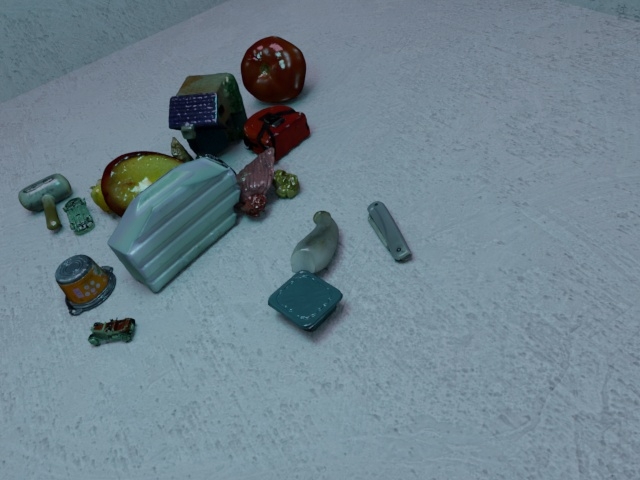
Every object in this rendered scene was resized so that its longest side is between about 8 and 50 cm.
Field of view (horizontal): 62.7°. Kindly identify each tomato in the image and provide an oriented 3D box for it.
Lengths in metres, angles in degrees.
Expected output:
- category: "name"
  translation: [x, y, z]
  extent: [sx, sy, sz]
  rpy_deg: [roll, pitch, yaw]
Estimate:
- category: "tomato"
  translation: [-0.196, -0.746, 2.331]
  extent: [0.299, 0.298, 0.226]
  rpy_deg: [1, 14, 18]

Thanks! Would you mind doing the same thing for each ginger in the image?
- category: "ginger"
  translation: [-0.534, -0.307, 2.076]
  extent: [0.059, 0.133, 0.214]
  rpy_deg: [-32, 52, 4]

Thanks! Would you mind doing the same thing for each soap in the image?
- category: "soap"
  translation: [-0.468, -0.075, 1.738]
  extent: [0.156, 0.261, 0.446]
  rpy_deg: [25, 58, 39]

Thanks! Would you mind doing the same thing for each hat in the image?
- category: "hat"
  translation: [-0.252, -0.195, 1.884]
  extent: [0.237, 0.107, 0.286]
  rpy_deg: [-36, 42, 25]

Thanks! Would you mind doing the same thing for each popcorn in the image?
- category: "popcorn"
  translation: [-0.125, -0.209, 1.891]
  extent: [0.097, 0.089, 0.109]
  rpy_deg: [-25, 46, -27]

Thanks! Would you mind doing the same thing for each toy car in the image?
- category: "toy car"
  translation: [-0.941, -0.098, 2.057]
  extent: [0.094, 0.058, 0.186]
  rpy_deg: [-29, 57, -12]
- category: "toy car"
  translation: [-0.634, 0.272, 1.594]
  extent: [0.144, 0.054, 0.073]
  rpy_deg: [-8, 44, 9]

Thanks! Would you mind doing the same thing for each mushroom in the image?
- category: "mushroom"
  translation: [0.000, 0.000, 1.639]
  extent: [0.118, 0.103, 0.270]
  rpy_deg: [9, 39, 17]

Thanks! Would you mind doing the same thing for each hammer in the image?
- category: "hammer"
  translation: [-1.094, -0.140, 2.123]
  extent: [0.202, 0.113, 0.305]
  rpy_deg: [-32, 51, -10]

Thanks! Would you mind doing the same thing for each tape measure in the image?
- category: "tape measure"
  translation: [-0.192, -0.440, 2.118]
  extent: [0.261, 0.114, 0.253]
  rpy_deg: [29, 60, 37]

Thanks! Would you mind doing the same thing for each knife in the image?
- category: "knife"
  translation: [0.209, -0.029, 1.637]
  extent: [0.073, 0.040, 0.265]
  rpy_deg: [-29, 44, 4]

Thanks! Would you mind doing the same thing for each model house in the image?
- category: "model house"
  translation: [-0.445, -0.457, 2.075]
  extent: [0.246, 0.312, 0.280]
  rpy_deg: [1, 45, 10]

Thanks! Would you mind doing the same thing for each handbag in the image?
- category: "handbag"
  translation: [-0.389, -0.267, 2.029]
  extent: [0.139, 0.115, 0.072]
  rpy_deg: [12, 49, 5]

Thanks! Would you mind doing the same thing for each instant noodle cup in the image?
- category: "instant noodle cup"
  translation: [-0.039, 0.178, 1.486]
  extent: [0.179, 0.070, 0.157]
  rpy_deg: [28, 59, 38]
- category: "instant noodle cup"
  translation: [-0.790, 0.127, 1.736]
  extent: [0.178, 0.125, 0.208]
  rpy_deg: [-8, 45, 11]

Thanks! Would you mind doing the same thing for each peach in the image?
- category: "peach"
  translation: [-0.610, -0.193, 1.905]
  extent: [0.339, 0.281, 0.281]
  rpy_deg: [1, 47, 19]

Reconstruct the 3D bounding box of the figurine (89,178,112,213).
- category: "figurine"
  translation: [-0.837, -0.186, 2.078]
  extent: [0.156, 0.131, 0.246]
  rpy_deg: [10, 16, -29]
